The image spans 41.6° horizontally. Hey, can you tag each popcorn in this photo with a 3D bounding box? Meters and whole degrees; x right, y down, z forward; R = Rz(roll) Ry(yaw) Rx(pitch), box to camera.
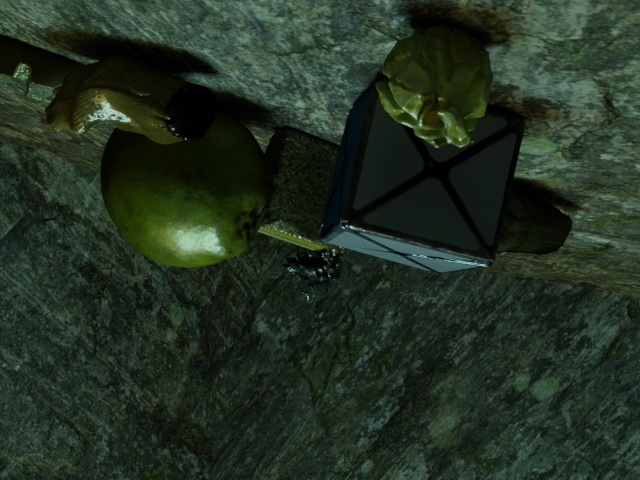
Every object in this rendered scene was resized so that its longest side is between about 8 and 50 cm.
[{"bbox_3d":[0.145,-0.195,1.041,0.141,0.135,0.162,31,-148,-15],"label":"popcorn"}]

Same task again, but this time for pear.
[{"bbox_3d":[-0.291,-0.119,1.767,0.413,0.352,0.352,32,-173,39],"label":"pear"}]

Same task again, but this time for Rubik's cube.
[{"bbox_3d":[0.155,-0.100,1.394,0.255,0.259,0.260,14,171,-9],"label":"Rubik's cube"}]

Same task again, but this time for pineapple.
[{"bbox_3d":[0.000,0.000,2.283,0.223,0.357,0.223,13,178,0],"label":"pineapple"}]

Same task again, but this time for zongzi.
[{"bbox_3d":[0.380,-0.075,1.890,0.286,0.138,0.300,3,-157,-46],"label":"zongzi"}]

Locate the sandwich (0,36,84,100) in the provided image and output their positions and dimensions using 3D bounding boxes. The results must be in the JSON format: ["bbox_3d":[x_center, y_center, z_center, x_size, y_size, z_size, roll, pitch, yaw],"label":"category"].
[{"bbox_3d":[-0.588,-0.341,1.684,0.244,0.088,0.090,17,170,-28],"label":"sandwich"}]

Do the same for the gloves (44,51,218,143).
[{"bbox_3d":[-0.355,-0.261,1.549,0.356,0.155,0.203,5,-179,26],"label":"gloves"}]

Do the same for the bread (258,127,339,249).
[{"bbox_3d":[-0.046,-0.112,1.874,0.184,0.234,0.110,18,172,-31],"label":"bread"}]

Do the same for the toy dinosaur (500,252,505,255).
[{"bbox_3d":[0.457,-0.031,2.189,0.205,0.092,0.393,13,176,19],"label":"toy dinosaur"}]
